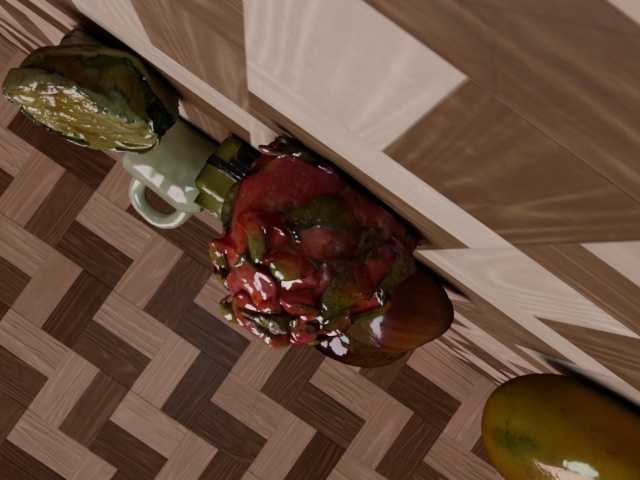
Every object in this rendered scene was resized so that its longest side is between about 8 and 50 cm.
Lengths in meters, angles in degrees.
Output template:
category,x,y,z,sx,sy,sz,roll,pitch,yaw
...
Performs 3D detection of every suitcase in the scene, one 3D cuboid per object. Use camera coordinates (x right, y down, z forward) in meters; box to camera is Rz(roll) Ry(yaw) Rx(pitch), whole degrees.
category,x,y,z,sx,sy,sz,roll,pitch,yaw
suitcase,-0.138,-0.086,1.536,0.194,0.143,0.235,35,176,-1

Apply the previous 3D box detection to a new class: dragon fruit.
category,x,y,z,sx,sy,sz,roll,pitch,yaw
dragon fruit,-0.046,0.024,1.186,0.314,0.263,0.296,36,177,-21

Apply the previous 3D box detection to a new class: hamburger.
category,x,y,z,sx,sy,sz,roll,pitch,yaw
hamburger,-0.390,-0.251,1.399,0.266,0.134,0.285,12,164,17

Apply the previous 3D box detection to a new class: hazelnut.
category,x,y,z,sx,sy,sz,roll,pitch,yaw
hazelnut,0.138,0.111,1.476,0.186,0.210,0.210,59,175,-3

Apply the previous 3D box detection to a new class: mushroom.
category,x,y,z,sx,sy,sz,roll,pitch,yaw
mushroom,0.070,0.111,1.869,0.334,0.356,0.331,-17,-154,-39

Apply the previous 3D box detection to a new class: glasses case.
category,x,y,z,sx,sy,sz,roll,pitch,yaw
glasses case,-0.437,-0.354,1.483,0.081,0.051,0.204,30,177,-28

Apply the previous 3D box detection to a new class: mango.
category,x,y,z,sx,sy,sz,roll,pitch,yaw
mango,0.473,0.379,1.417,0.300,0.232,0.446,41,168,-27

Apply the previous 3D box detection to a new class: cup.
category,x,y,z,sx,sy,sz,roll,pitch,yaw
cup,-0.341,-0.139,1.812,0.202,0.255,0.173,36,-171,1
